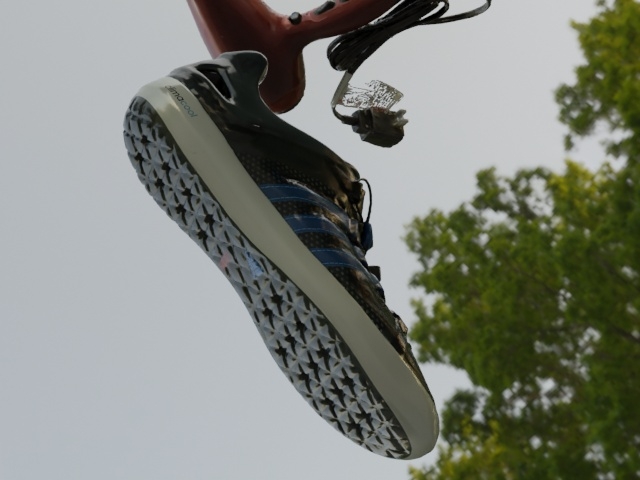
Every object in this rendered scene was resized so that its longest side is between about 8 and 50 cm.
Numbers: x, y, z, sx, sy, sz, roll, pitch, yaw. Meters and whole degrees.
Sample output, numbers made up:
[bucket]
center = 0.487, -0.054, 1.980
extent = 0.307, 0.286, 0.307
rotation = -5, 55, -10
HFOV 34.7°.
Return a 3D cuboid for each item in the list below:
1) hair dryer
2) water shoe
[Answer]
[hair dryer]
center = -0.006, -0.213, 0.989
extent = 0.294, 0.080, 0.223
rotation = 11, -50, -24
[water shoe]
center = 0.000, 0.000, 0.450
extent = 0.080, 0.073, 0.203
rotation = -36, -93, -30
